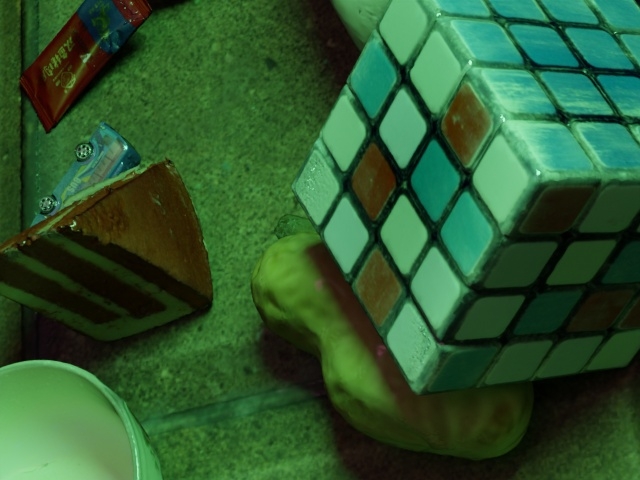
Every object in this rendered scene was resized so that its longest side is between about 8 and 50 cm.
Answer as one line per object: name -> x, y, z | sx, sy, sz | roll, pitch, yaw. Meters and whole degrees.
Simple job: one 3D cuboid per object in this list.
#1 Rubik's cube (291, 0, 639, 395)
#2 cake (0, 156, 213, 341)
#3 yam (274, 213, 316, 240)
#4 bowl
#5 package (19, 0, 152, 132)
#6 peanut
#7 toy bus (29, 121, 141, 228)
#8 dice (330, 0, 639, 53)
Rubik's cube -> 0.170, -0.050, 1.438 | 0.253, 0.259, 0.256 | -60, 45, 37
cake -> -0.219, 0.038, 1.658 | 0.158, 0.262, 0.160 | -22, 98, 20
yam -> 0.000, 0.000, 1.679 | 0.094, 0.043, 0.043 | 8, 72, 28
bowl -> -0.259, 0.266, 1.626 | 0.277, 0.145, 0.277 | -11, 62, 21
package -> -0.264, -0.216, 1.886 | 0.200, 0.022, 0.083 | -46, 65, 24
peanut -> 0.054, 0.097, 1.552 | 0.319, 0.147, 0.147 | 35, 86, 31
toy bus -> -0.254, -0.050, 1.825 | 0.061, 0.051, 0.153 | 33, 84, 21
dice -> 0.146, -0.330, 1.619 | 0.304, 0.277, 0.304 | -27, 56, 15
